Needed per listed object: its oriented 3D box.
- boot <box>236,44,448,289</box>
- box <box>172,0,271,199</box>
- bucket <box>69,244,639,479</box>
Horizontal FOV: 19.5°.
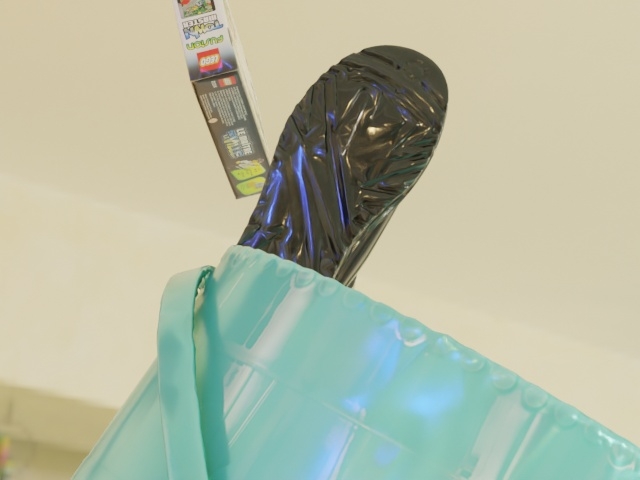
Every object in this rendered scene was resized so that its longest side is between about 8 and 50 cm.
[{"bbox_3d":[0.000,0.000,1.291,0.094,0.246,0.207,28,-14,6],"label":"boot"},{"bbox_3d":[-0.074,-0.125,1.402,0.036,0.114,0.207,-14,-24,1],"label":"box"},{"bbox_3d":[0.019,0.137,0.742,0.281,0.183,0.281,30,-7,4],"label":"bucket"}]
